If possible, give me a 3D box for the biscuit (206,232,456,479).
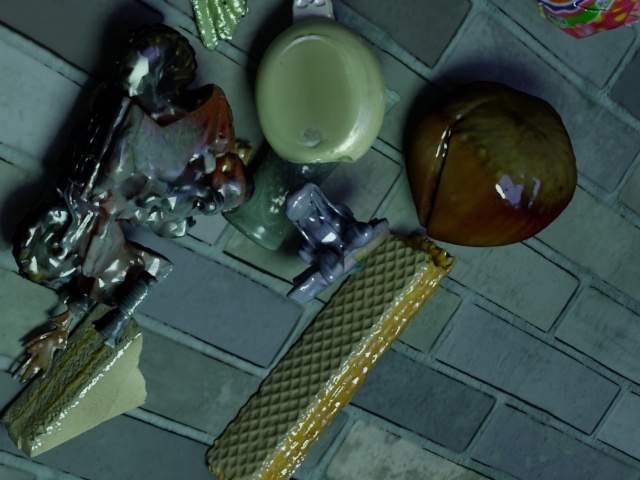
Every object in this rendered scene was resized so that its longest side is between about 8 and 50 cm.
[{"bbox_3d":[0.012,0.145,1.840,0.378,0.094,0.054,-51,134,-1],"label":"biscuit"}]

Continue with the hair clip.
[{"bbox_3d":[0.010,0.009,1.670,0.137,0.090,0.278,-45,169,-2],"label":"hair clip"}]

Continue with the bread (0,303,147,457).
[{"bbox_3d":[-0.262,0.144,1.639,0.152,0.077,0.105,-26,132,-28],"label":"bread"}]

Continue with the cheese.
[{"bbox_3d":[-0.004,-0.191,1.608,0.064,0.137,0.227,5,81,-79],"label":"cheese"}]

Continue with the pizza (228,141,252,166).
[{"bbox_3d":[-0.112,-0.083,1.661,0.083,0.025,0.078,-52,139,-10],"label":"pizza"}]

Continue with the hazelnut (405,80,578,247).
[{"bbox_3d":[0.187,-0.073,1.800,0.208,0.208,0.208,-18,124,-29],"label":"hazelnut"}]

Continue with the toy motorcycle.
[{"bbox_3d":[-0.199,-0.010,1.567,0.207,0.134,0.401,27,96,-37],"label":"toy motorcycle"}]

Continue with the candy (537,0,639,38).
[{"bbox_3d":[0.390,-0.287,1.883,0.365,0.124,0.124,4,112,-46],"label":"candy"}]

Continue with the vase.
[{"bbox_3d":[-0.015,-0.094,1.687,0.096,0.096,0.219,33,95,-44],"label":"vase"}]

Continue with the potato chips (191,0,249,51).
[{"bbox_3d":[-0.104,-0.287,1.548,0.092,0.028,0.207,-29,127,-19],"label":"potato chips"}]
